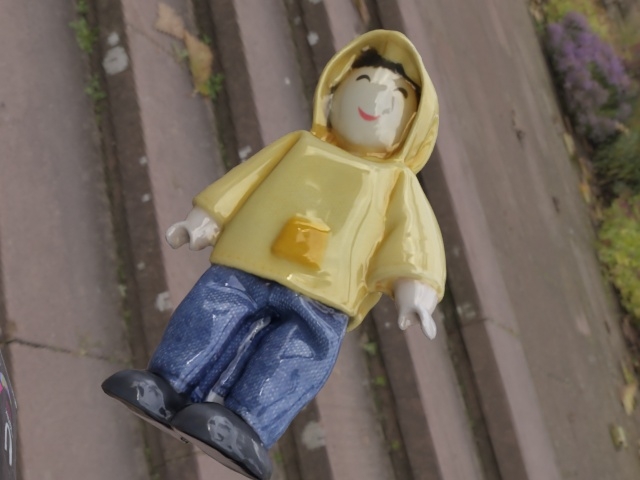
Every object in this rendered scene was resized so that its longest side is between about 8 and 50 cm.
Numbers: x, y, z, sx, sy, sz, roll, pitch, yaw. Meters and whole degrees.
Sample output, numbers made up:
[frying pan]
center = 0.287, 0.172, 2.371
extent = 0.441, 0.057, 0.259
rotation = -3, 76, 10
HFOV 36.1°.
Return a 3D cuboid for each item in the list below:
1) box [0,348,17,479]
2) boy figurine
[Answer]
[box]
center = -0.430, 0.247, 1.113
extent = 0.270, 0.143, 0.165
rotation = -108, -167, -46
[boy figurine]
center = 0.000, 0.000, 0.585
extent = 0.285, 0.177, 0.092
rotation = -58, 155, -17
